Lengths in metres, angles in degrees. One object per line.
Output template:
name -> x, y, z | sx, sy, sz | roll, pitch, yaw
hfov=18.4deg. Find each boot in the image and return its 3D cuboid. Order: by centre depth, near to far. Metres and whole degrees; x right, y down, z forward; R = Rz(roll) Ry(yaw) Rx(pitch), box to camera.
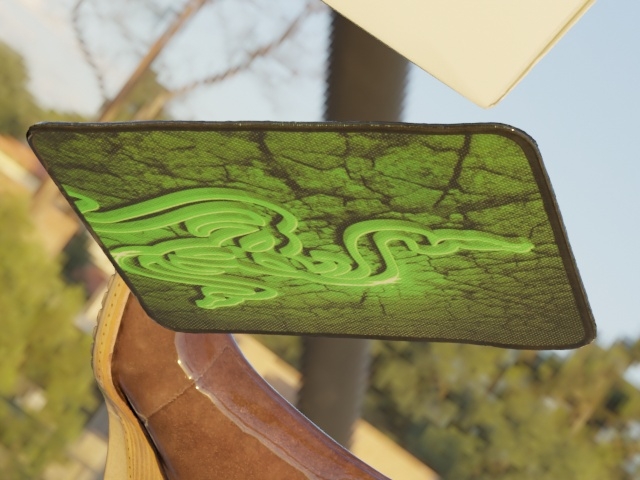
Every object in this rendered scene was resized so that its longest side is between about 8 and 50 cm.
boot -> -0.016, 0.108, 1.044 | 0.207, 0.248, 0.090 | 18, 28, 19

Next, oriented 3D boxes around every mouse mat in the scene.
mouse mat -> 0.000, 0.000, 0.731 | 0.190, 0.007, 0.152 | 2, -31, 20

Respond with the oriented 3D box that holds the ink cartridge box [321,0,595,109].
ink cartridge box -> 0.054, -0.235, 0.867 | 0.198, 0.197, 0.270 | 32, 28, -17
